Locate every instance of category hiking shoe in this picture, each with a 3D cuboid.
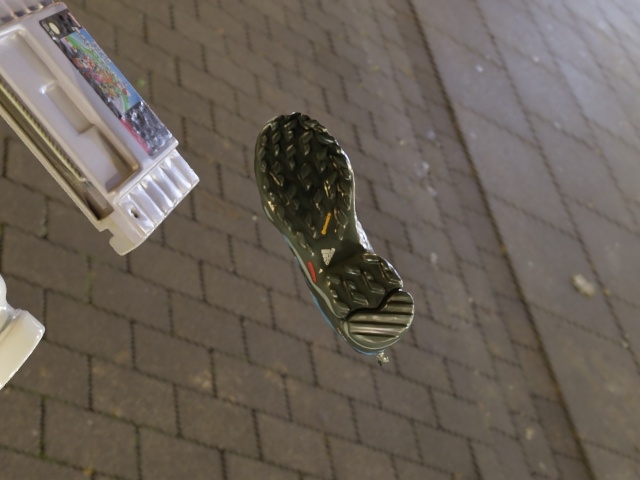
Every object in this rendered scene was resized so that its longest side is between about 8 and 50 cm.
[{"bbox_3d":[0.000,0.000,1.262,0.113,0.132,0.304,-19,72,-13],"label":"hiking shoe"}]

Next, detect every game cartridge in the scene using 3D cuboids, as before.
[{"bbox_3d":[-0.303,-0.169,1.359,0.355,0.068,0.230,51,27,-10],"label":"game cartridge"}]

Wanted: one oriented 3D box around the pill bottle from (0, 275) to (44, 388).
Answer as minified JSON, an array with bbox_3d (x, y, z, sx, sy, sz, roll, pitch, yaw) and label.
[{"bbox_3d":[-0.467,0.062,1.259,0.278,0.162,0.162,43,29,-15],"label":"pill bottle"}]
